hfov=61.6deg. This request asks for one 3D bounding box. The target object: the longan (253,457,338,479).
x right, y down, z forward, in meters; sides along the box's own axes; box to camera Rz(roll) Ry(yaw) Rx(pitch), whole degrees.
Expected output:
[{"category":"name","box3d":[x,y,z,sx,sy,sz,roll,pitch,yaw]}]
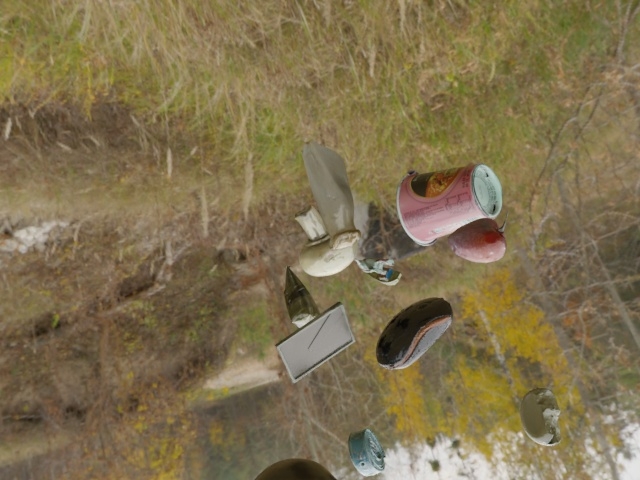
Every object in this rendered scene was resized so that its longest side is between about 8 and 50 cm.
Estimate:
[{"category":"longan","box3d":[-0.078,0.830,1.558,0.360,0.361,0.361,-18,165,-5]}]

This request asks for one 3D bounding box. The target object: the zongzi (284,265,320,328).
[{"category":"zongzi","box3d":[-0.075,0.246,2.115,0.112,0.242,0.221,-22,147,2]}]

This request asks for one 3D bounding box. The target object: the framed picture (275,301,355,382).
[{"category":"framed picture","box3d":[-0.010,0.335,1.752,0.260,0.023,0.189,-32,126,-16]}]

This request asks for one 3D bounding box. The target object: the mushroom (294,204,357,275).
[{"category":"mushroom","box3d":[0.000,0.000,2.545,0.314,0.336,0.314,-34,-168,8]}]

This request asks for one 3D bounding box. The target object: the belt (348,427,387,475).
[{"category":"belt","box3d":[0.153,0.717,1.809,0.082,0.163,0.148,-24,-170,18]}]

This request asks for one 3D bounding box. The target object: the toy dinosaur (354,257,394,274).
[{"category":"toy dinosaur","box3d":[0.157,0.083,1.812,0.167,0.053,0.242,1,174,43]}]

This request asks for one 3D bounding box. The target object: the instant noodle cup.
[{"category":"instant noodle cup","box3d":[0.394,-0.120,1.611,0.243,0.244,0.255,-5,173,-43]}]

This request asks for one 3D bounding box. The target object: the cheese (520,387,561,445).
[{"category":"cheese","box3d":[0.832,0.672,2.015,0.091,0.203,0.175,11,137,-14]}]

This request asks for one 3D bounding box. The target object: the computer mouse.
[{"category":"computer mouse","box3d":[0.313,0.303,1.831,0.323,0.116,0.183,-42,-156,-15]}]

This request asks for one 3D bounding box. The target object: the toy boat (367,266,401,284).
[{"category":"toy boat","box3d":[0.256,0.137,2.160,0.172,0.066,0.065,7,-124,51]}]

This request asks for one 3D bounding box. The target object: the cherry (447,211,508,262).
[{"category":"cherry","box3d":[0.354,-0.001,1.189,0.126,0.106,0.087,-2,135,32]}]

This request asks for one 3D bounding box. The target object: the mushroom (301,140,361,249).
[{"category":"mushroom","box3d":[0.045,-0.167,1.976,0.137,0.408,0.154,-21,170,28]}]
